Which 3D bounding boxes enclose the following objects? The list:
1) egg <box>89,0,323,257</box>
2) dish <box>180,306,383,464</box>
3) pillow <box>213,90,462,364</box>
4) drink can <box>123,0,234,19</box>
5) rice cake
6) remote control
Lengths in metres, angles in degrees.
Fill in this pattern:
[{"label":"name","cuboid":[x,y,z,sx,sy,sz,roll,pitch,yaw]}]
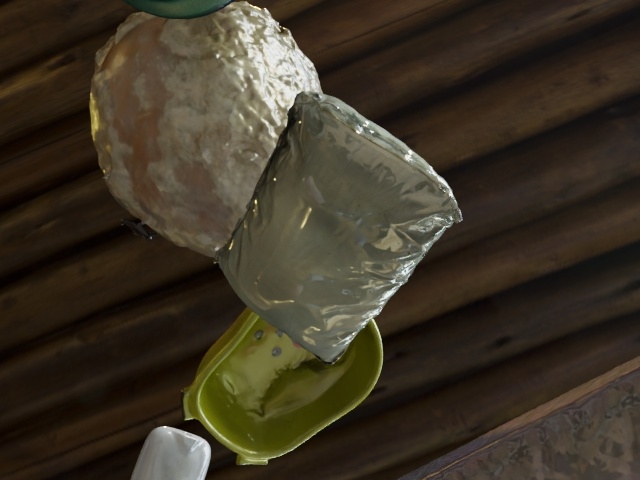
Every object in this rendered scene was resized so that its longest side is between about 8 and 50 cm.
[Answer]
[{"label":"egg","cuboid":[-0.119,-0.124,1.020,0.279,0.279,0.310,-36,-80,4]},{"label":"dish","cuboid":[-0.057,0.154,1.195,0.262,0.108,0.221,-41,-58,1]},{"label":"pillow","cuboid":[0.000,0.000,0.634,0.128,0.051,0.229,42,-39,6]},{"label":"drink can","cuboid":[-0.042,-0.201,0.481,0.118,0.205,0.118,12,-54,18]},{"label":"rice cake","cuboid":[0.114,0.089,0.385,0.365,0.073,0.056,-34,-107,27]},{"label":"remote control","cuboid":[-0.148,0.280,0.795,0.073,0.044,0.229,28,-111,-34]}]
